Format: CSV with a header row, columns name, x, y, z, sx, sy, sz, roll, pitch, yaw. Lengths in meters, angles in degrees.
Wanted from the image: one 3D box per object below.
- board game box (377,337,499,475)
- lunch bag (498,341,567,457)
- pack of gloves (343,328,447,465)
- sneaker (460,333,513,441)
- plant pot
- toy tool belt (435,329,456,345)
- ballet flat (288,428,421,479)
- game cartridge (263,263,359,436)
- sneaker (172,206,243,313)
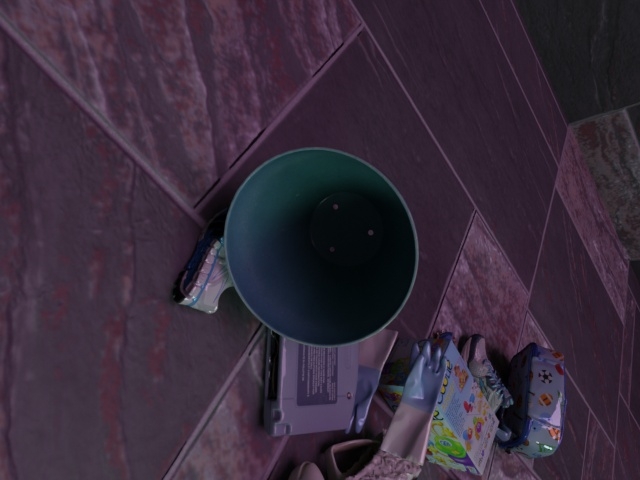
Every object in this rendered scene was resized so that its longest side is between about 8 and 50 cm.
name,x,y,z,sx,sy,sz,roll,pitch,yaw
board game box,0.269,0.370,0.979,0.144,0.142,0.275,-48,114,-38
lunch bag,0.592,0.461,1.225,0.243,0.114,0.303,88,23,-61
pack of gloves,0.133,0.280,0.842,0.046,0.195,0.232,71,38,-53
sneaker,0.457,0.396,1.161,0.110,0.122,0.283,5,79,-42
plant pot,0.019,-0.002,0.701,0.195,0.290,0.290,-33,106,-70
toy tool belt,0.325,0.255,1.115,0.083,0.052,0.051,-23,106,-43
ballet flat,0.019,0.447,0.768,0.408,0.147,0.147,0,82,-46
game cartridge,-0.010,0.200,0.808,0.196,0.060,0.294,14,70,-36
sneaker,-0.162,0.031,0.706,0.083,0.071,0.191,42,63,-39
